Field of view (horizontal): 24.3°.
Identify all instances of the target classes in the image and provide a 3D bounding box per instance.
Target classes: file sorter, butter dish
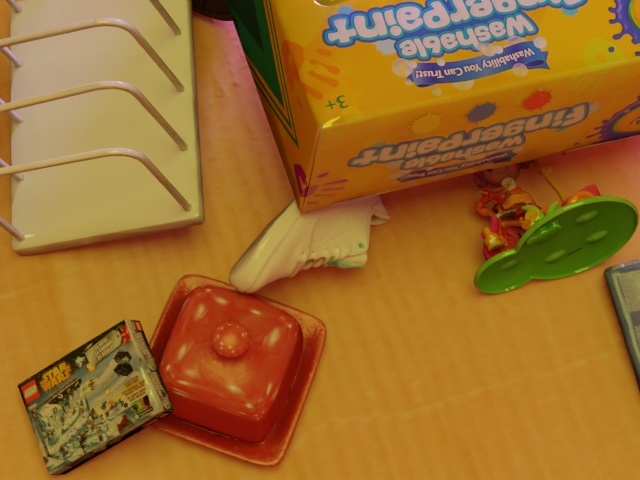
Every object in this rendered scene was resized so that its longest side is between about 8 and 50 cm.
[{"bbox_3d":[-0.235,-0.155,1.412,0.193,0.173,0.278,-10,69,12],"label":"file sorter"},{"bbox_3d":[-0.084,0.106,1.376,0.160,0.118,0.160,19,68,4],"label":"butter dish"}]

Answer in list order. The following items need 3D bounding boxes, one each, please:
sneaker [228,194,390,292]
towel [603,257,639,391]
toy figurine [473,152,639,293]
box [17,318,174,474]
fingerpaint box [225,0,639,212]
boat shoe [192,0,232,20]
[{"bbox_3d":[0.000,0.000,1.424,0.094,0.080,0.212,48,48,-2],"label":"sneaker"},{"bbox_3d":[0.439,0.090,1.474,0.285,0.034,0.209,-13,72,-8],"label":"towel"},{"bbox_3d":[0.207,-0.051,1.486,0.173,0.130,0.159,-27,57,11],"label":"toy figurine"},{"bbox_3d":[-0.207,0.144,1.361,0.137,0.027,0.094,-31,71,22],"label":"box"},{"bbox_3d":[0.143,-0.262,1.424,0.444,0.163,0.371,-12,65,-14],"label":"fingerpaint box"},{"bbox_3d":[-0.161,-0.335,1.561,0.257,0.095,0.095,37,57,5],"label":"boat shoe"}]
